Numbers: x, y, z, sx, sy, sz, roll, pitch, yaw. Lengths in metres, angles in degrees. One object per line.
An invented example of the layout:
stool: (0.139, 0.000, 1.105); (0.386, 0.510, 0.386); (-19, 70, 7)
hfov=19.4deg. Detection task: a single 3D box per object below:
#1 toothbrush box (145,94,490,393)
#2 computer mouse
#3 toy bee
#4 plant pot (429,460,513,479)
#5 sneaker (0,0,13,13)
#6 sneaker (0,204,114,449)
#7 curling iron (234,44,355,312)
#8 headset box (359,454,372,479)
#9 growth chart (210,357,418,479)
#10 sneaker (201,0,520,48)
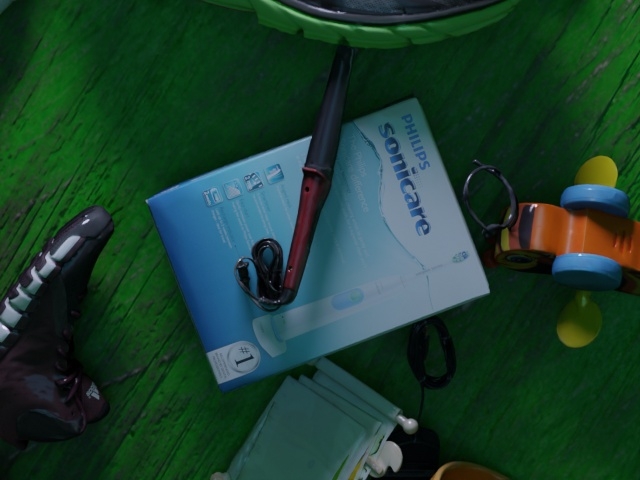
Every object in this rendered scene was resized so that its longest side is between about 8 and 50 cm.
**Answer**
toothbrush box: (0.000, 0.000, 1.926); (0.295, 0.126, 0.216); (-22, 95, 4)
computer mouse: (0.097, 0.186, 1.972); (0.071, 0.041, 0.242); (5, 110, -13)
toy bee: (0.248, -0.008, 1.927); (0.298, 0.162, 0.195); (38, 65, -16)
plant pot: (0.149, 0.367, 1.948); (0.205, 0.205, 0.188); (36, 112, -3)
sneaker: (-0.446, -0.282, 1.859); (0.169, 0.108, 0.292); (-43, 128, 9)
sneaker: (-0.264, 0.105, 1.967); (0.162, 0.106, 0.281); (38, 107, -9)
curling iron: (-0.018, -0.060, 1.840); (0.068, 0.035, 0.274); (20, 95, 0)
headset box: (0.027, 0.255, 1.991); (0.032, 0.062, 0.083); (27, 98, -2)
growth chart: (-0.016, 0.238, 1.964); (0.172, 0.021, 0.237); (42, 103, 24)
sneaker: (-0.019, -0.319, 1.843); (0.483, 0.185, 0.202); (14, 115, -2)
